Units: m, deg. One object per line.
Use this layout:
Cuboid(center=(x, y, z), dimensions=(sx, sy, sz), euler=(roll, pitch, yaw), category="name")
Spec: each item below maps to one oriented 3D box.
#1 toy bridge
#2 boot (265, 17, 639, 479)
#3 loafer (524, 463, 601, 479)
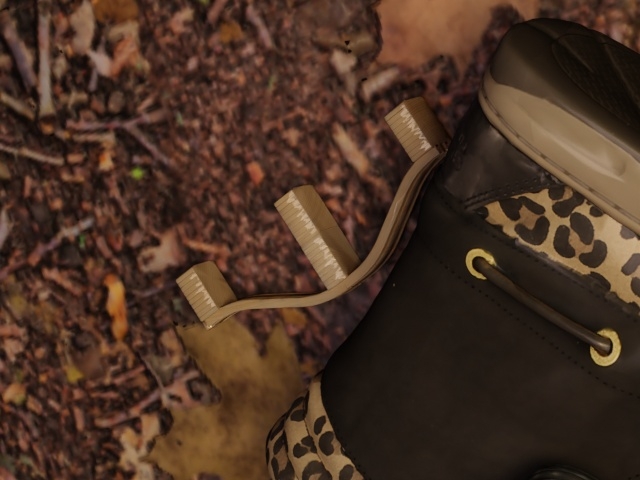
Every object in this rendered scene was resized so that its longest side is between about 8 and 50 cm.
Cuboid(center=(0.000, 0.000, 0.943), dimensions=(0.188, 0.026, 0.063), euler=(-38, 81, 29), category="toy bridge")
Cuboid(center=(0.163, 0.113, 0.809), dimensions=(0.377, 0.138, 0.284), euler=(41, 120, 8), category="boot")
Cuboid(center=(0.147, 0.162, 0.723), dimensions=(0.170, 0.061, 0.062), euler=(28, 118, 16), category="loafer")
